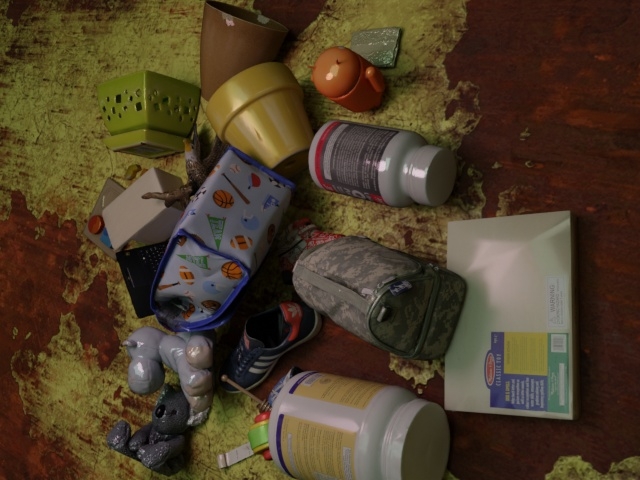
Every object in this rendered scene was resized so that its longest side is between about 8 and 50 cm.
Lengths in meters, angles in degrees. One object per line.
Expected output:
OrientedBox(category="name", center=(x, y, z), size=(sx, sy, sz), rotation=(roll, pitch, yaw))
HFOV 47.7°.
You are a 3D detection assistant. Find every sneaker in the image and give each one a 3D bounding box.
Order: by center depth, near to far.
OrientedBox(category="sneaker", center=(-0.081, 0.389, 1.712), size=(0.081, 0.211, 0.080), rotation=(-38, 102, 23))
OrientedBox(category="sneaker", center=(-0.001, 0.000, 1.784), size=(0.270, 0.090, 0.145), rotation=(-26, 68, 33))
OrientedBox(category="sneaker", center=(-0.164, 0.260, 1.812), size=(0.350, 0.148, 0.131), rotation=(-44, 58, 22))

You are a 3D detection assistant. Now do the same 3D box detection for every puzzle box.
OrientedBox(category="puzzle box", center=(0.387, 0.152, 1.482), size=(0.272, 0.052, 0.409), rotation=(-4, 78, 36))

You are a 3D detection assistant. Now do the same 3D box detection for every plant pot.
OrientedBox(category="plant pot", center=(-0.131, -0.286, 1.864), size=(0.254, 0.254, 0.239), rotation=(-36, 76, 26))
OrientedBox(category="plant pot", center=(-0.241, -0.503, 2.009), size=(0.237, 0.237, 0.254), rotation=(37, 116, 36))
OrientedBox(category="plant pot", center=(-0.516, -0.367, 2.175), size=(0.227, 0.228, 0.207), rotation=(-5, 83, 36))

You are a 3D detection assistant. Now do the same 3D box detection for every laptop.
OrientedBox(category="laptop", center=(-0.422, 0.062, 2.056), size=(0.234, 0.264, 0.136), rotation=(62, 153, 29))

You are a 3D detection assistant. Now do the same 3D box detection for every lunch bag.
OrientedBox(category="lunch bag", center=(0.113, 0.116, 1.532), size=(0.305, 0.256, 0.212), rotation=(24, 100, 50))
OrientedBox(category="lunch bag", center=(-0.254, 0.025, 1.793), size=(0.385, 0.239, 0.328), rotation=(-49, 11, 46))

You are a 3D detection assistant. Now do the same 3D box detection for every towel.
OrientedBox(category="towel", center=(0.134, -0.486, 1.830), size=(0.148, 0.027, 0.110), rotation=(5, 82, 38))

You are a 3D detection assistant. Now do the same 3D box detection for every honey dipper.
OrientedBox(category="honey dipper", center=(-0.183, 0.387, 1.822), size=(0.160, 0.030, 0.030), rotation=(31, 101, 4))

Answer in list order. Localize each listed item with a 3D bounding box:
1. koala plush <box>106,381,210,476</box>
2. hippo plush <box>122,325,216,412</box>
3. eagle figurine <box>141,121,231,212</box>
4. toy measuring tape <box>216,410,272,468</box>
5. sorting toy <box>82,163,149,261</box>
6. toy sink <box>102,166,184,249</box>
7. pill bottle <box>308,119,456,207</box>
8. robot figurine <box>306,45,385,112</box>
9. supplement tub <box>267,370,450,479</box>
OrientedBox(category="koala plush", center=(-0.418, 0.504, 1.957), size=(0.196, 0.203, 0.221), rotation=(15, 68, 29))
OrientedBox(category="hippo plush", center=(-0.392, 0.294, 1.874), size=(0.236, 0.234, 0.294), rotation=(2, 82, -5))
OrientedBox(category="eagle figurine", center=(-0.327, -0.210, 2.036), size=(0.226, 0.298, 0.225), rotation=(27, 139, 4))
OrientedBox(category="toy measuring tape", center=(-0.165, 0.500, 1.783), size=(0.330, 0.121, 0.121), rotation=(-30, 63, 28))
OrientedBox(category="sorting toy", center=(-0.659, -0.114, 2.335), size=(0.229, 0.041, 0.307), rotation=(34, 101, 37))
OrientedBox(category="toy sink", center=(-0.511, -0.079, 2.161), size=(0.234, 0.131, 0.153), rotation=(-37, 60, 19))
OrientedBox(category="pill bottle", center=(0.143, -0.172, 1.659), size=(0.318, 0.176, 0.176), rotation=(17, 90, 38))
OrientedBox(category="robot figurine", center=(0.069, -0.386, 1.734), size=(0.128, 0.219, 0.158), rotation=(-50, 55, 18))
OrientedBox(category="supplement tub", center=(0.080, 0.416, 1.536), size=(0.331, 0.241, 0.241), rotation=(3, 82, 37))
